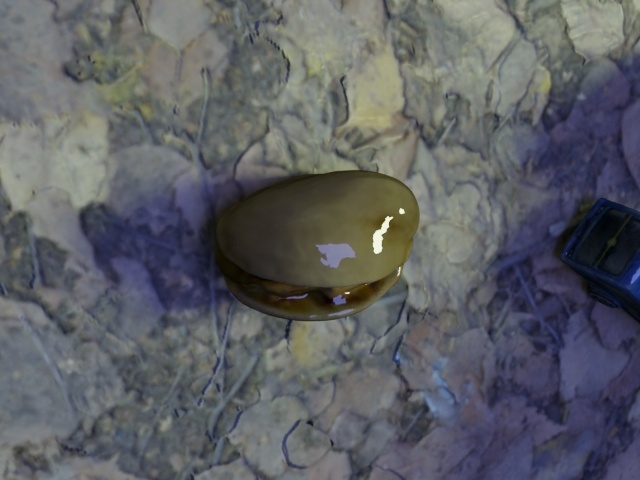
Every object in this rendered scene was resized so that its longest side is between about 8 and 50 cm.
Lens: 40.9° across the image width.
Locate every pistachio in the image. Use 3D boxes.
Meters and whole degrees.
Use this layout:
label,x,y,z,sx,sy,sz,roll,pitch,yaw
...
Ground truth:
label,x,y,z,sx,sy,sz,roll,pitch,yaw
pistachio,0.000,0.000,0.600,0.149,0.113,0.113,-3,101,-17

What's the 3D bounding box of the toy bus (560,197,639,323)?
label,x,y,z,sx,sy,sz,roll,pitch,yaw
toy bus,0.323,0.054,0.760,0.236,0.094,0.079,35,84,-26
